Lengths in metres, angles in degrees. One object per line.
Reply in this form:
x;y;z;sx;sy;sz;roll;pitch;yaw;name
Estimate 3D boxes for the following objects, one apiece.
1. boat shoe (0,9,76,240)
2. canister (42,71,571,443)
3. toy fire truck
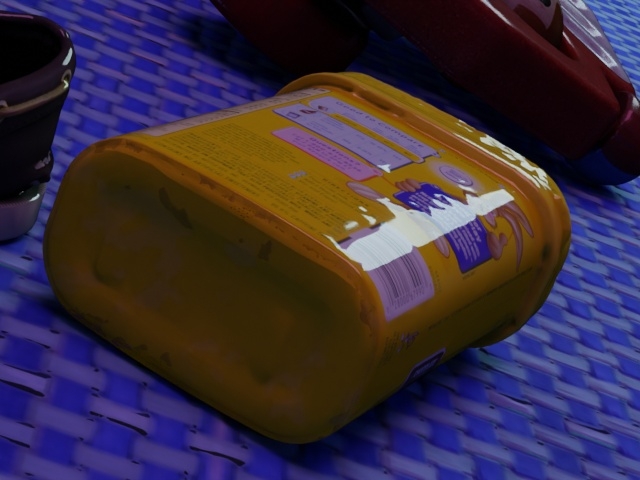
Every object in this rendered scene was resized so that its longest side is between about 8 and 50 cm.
-0.166;-0.041;0.560;0.081;0.069;0.227;35;23;29;boat shoe
0.000;0.000;0.639;0.126;0.073;0.170;30;22;18;canister
0.078;-0.144;1.003;0.254;0.169;0.302;38;16;-17;toy fire truck
